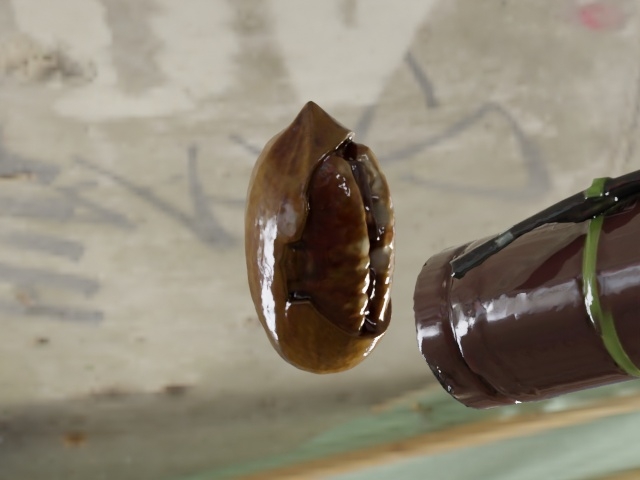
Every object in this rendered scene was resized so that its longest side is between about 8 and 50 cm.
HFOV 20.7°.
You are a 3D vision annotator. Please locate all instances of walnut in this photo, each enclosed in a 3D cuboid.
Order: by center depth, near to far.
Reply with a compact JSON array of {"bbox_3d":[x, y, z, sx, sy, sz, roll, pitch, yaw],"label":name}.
[{"bbox_3d":[0.000,0.000,1.251,0.116,0.207,0.116,-3,-163,1],"label":"walnut"}]

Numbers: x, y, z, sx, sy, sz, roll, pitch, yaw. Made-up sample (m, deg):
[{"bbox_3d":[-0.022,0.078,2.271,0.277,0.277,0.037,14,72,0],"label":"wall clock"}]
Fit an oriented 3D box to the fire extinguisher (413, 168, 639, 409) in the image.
[{"bbox_3d":[0.195,0.005,0.864,0.341,0.105,0.141,-18,158,41],"label":"fire extinguisher"}]
